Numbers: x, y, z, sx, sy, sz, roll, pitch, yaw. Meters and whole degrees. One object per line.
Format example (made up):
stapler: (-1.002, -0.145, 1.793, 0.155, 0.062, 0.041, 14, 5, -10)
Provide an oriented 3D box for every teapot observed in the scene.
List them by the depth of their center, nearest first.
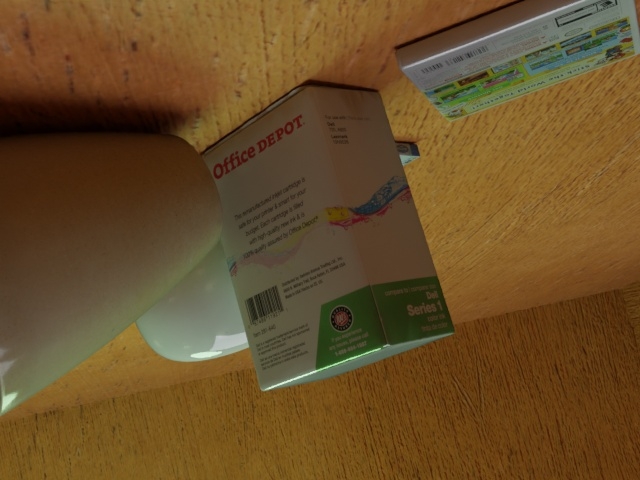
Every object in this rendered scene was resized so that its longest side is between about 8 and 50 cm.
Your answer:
teapot: (-0.133, 0.019, 1.235, 0.253, 0.187, 0.256, -1, -155, 42)

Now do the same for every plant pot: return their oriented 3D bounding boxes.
plant pot: (-0.242, -0.005, 0.953, 0.274, 0.256, 0.256, -25, 175, -32)

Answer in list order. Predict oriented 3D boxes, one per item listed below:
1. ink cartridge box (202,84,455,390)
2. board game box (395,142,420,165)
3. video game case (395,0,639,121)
ink cartridge box: (0.000, 0.000, 1.060, 0.117, 0.278, 0.201, -5, 164, -45)
board game box: (0.065, -0.101, 1.261, 0.090, 0.020, 0.090, -2, 163, -42)
video game case: (0.211, -0.195, 1.013, 0.227, 0.026, 0.206, -19, 166, 17)
